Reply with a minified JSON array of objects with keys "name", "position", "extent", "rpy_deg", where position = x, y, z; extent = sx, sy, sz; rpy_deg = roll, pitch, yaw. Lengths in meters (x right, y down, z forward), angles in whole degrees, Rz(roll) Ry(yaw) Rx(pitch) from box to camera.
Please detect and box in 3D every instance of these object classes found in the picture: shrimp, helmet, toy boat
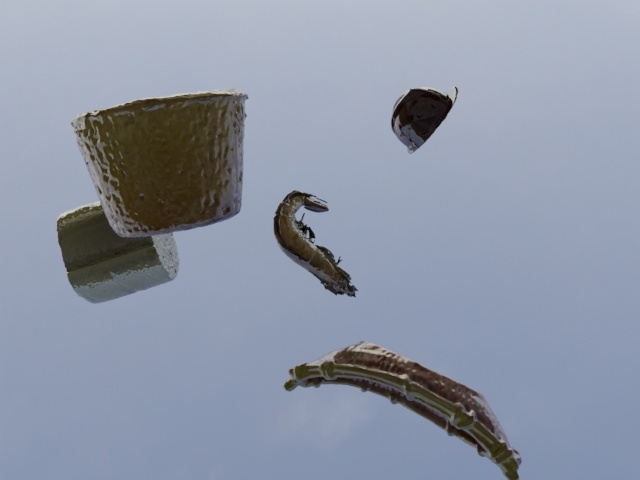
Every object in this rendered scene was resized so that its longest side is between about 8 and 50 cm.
[{"name":"shrimp","position":[-0.001,0.001,1.361],"extent":[0.178,0.034,0.124],"rpy_deg":[39,-133,-26]},{"name":"helmet","position":[0.129,-0.177,1.277],"extent":[0.057,0.111,0.089],"rpy_deg":[33,-144,-12]},{"name":"toy boat","position":[0.113,0.202,1.199],"extent":[0.318,0.141,0.099],"rpy_deg":[20,-104,17]}]

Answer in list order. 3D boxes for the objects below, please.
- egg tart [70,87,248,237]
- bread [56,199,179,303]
[{"name":"egg tart","position":[-0.166,-0.088,1.061],"extent":[0.203,0.202,0.147],"rpy_deg":[-12,-81,-9]},{"name":"bread","position":[-0.296,0.009,1.394],"extent":[0.141,0.134,0.148],"rpy_deg":[-16,-114,4]}]
